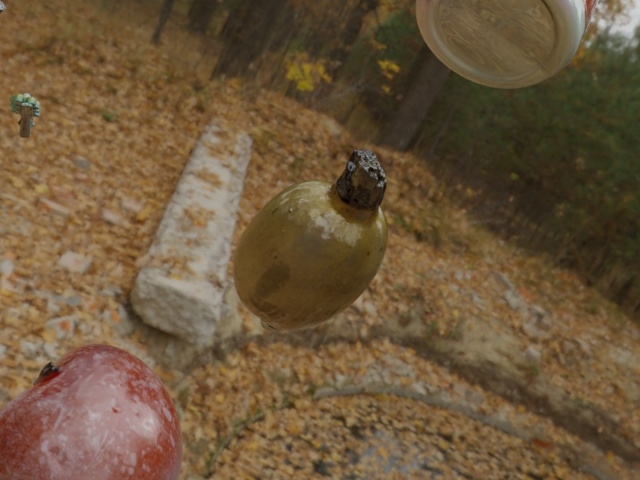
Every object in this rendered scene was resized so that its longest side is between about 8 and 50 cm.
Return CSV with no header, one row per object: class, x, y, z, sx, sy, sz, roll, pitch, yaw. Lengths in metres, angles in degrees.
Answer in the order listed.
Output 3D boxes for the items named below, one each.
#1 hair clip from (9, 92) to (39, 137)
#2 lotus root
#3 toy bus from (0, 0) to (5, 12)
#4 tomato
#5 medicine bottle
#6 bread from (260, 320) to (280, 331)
hair clip,-0.474,-0.207,1.312,0.049,0.049,0.173,22,-14,-17
lotus root,0.000,0.000,1.092,0.183,0.310,0.182,23,41,-22
toy bus,-0.649,-0.476,1.564,0.077,0.065,0.192,6,67,-37
tomato,-0.287,0.262,0.975,0.227,0.270,0.270,48,13,-2
medicine bottle,0.300,-0.397,1.255,0.252,0.241,0.252,22,-31,14
bread,-0.069,0.179,1.970,0.053,0.073,0.214,30,23,23
